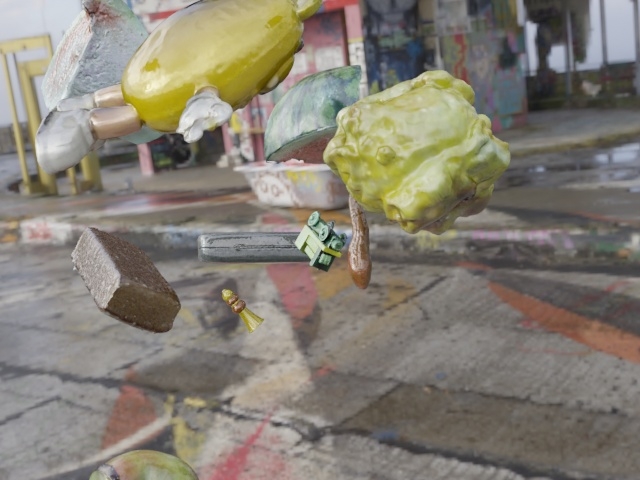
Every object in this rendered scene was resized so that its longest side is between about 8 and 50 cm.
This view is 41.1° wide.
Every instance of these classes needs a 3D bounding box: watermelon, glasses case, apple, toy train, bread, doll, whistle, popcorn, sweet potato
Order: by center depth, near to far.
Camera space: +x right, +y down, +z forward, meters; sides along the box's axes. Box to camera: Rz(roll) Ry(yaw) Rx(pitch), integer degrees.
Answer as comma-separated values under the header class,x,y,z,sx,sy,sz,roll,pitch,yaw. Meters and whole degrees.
class,x,y,z,sx,sy,sz,roll,pitch,yaw
doll,-0.220,-0.222,1.235,0.423,0.161,0.348,-8,38,29
apple,-0.294,0.452,1.421,0.207,0.188,0.174,25,42,5
toy train,0.000,0.000,1.472,0.050,0.081,0.122,26,13,-28
popcorn,0.170,-0.158,1.586,0.312,0.312,0.312,-7,11,1
watermelon,-0.462,-0.319,1.650,0.289,0.320,0.214,2,31,29
sweet potato,0.077,-0.007,1.735,0.050,0.214,0.050,-3,-11,-1
whistle,-0.172,0.146,1.849,0.046,0.109,0.057,-42,2,10
watermelon,0.024,-0.270,1.944,0.261,0.213,0.201,-13,-34,40
bread,-0.451,0.088,1.945,0.165,0.113,0.416,23,5,-29
glasses case,-0.126,0.018,2.006,0.323,0.074,0.131,-1,-3,-8
